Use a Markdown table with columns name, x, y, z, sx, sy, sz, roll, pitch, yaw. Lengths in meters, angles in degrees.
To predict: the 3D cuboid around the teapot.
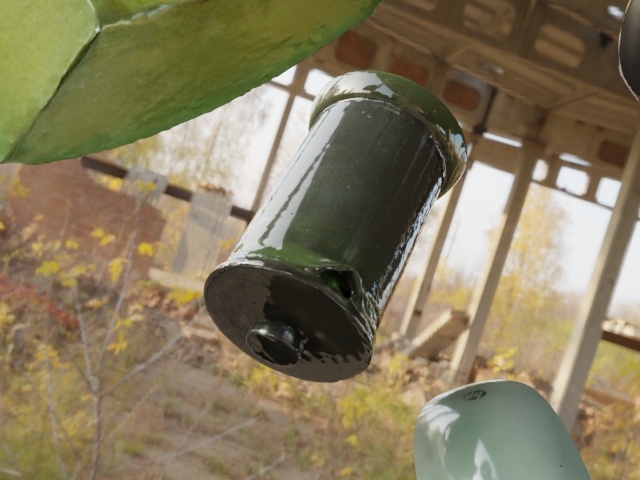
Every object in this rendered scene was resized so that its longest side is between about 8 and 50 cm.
| name | x | y | z | sx | sy | sz | roll | pitch | yaw |
| --- | --- | --- | --- | --- | --- | --- | --- | --- | --- |
| teapot | 0.000 | 0.000 | 0.934 | 0.200 | 0.337 | 0.270 | 42 | -40 | -17 |

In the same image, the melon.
| name | x | y | z | sx | sy | sz | roll | pitch | yaw |
| --- | --- | --- | --- | --- | --- | --- | --- | --- | --- |
| melon | -0.157 | -0.266 | 0.577 | 0.344 | 0.331 | 0.226 | 63 | -3 | 10 |

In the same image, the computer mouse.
| name | x | y | z | sx | sy | sz | roll | pitch | yaw |
| --- | --- | --- | --- | --- | --- | --- | --- | --- | --- |
| computer mouse | 0.172 | 0.225 | 0.803 | 0.159 | 0.097 | 0.288 | -13 | 21 | 4 |

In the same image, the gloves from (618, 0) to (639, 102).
| name | x | y | z | sx | sy | sz | roll | pitch | yaw |
| --- | --- | --- | --- | --- | --- | --- | --- | --- | --- |
| gloves | 0.368 | -0.143 | 0.609 | 0.331 | 0.154 | 0.141 | -4 | -29 | -22 |
